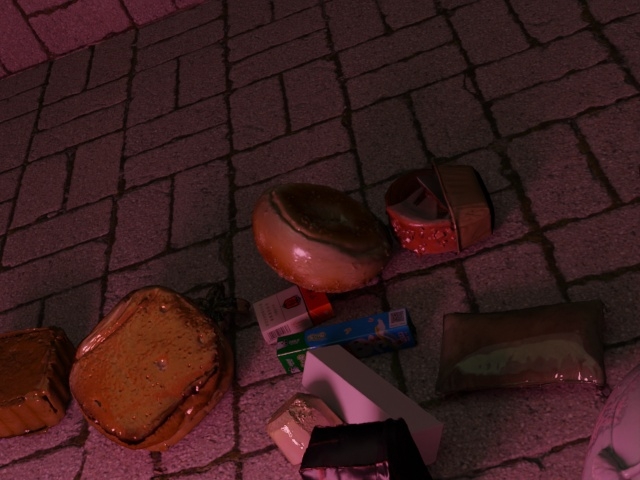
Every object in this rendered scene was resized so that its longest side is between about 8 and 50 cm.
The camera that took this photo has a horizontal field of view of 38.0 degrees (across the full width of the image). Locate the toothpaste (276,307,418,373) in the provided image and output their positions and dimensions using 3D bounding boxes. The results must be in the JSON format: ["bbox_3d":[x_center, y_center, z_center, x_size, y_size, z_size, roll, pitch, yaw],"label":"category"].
[{"bbox_3d":[0.050,0.196,1.795,0.267,0.065,0.050,-14,43,13],"label":"toothpaste"}]

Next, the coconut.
[{"bbox_3d":[-0.024,0.338,1.634,0.116,0.122,0.116,-42,3,3],"label":"coconut"}]

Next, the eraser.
[{"bbox_3d":[0.085,0.287,1.638,0.076,0.078,0.298,-7,26,-36],"label":"eraser"}]

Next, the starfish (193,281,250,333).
[{"bbox_3d":[-0.247,0.168,1.982,0.146,0.074,0.190,25,61,37],"label":"starfish"}]

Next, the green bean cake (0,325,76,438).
[{"bbox_3d":[-0.646,0.306,1.988,0.230,0.131,0.224,-12,42,11],"label":"green bean cake"}]

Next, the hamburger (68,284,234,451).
[{"bbox_3d":[-0.328,0.256,1.819,0.304,0.174,0.284,-44,55,-6],"label":"hamburger"}]

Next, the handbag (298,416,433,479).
[{"bbox_3d":[0.078,0.383,1.451,0.170,0.215,0.155,-10,33,27],"label":"handbag"}]

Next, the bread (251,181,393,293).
[{"bbox_3d":[0.000,0.000,1.911,0.306,0.158,0.305,19,26,-10],"label":"bread"}]

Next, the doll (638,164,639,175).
[{"bbox_3d":[0.710,-0.187,1.853,0.105,0.114,0.221,2,38,44],"label":"doll"}]

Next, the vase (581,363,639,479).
[{"bbox_3d":[0.443,0.379,1.256,0.250,0.250,0.445,11,55,37],"label":"vase"}]

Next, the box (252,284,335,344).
[{"bbox_3d":[-0.056,0.144,1.923,0.152,0.048,0.100,-25,39,1],"label":"box"}]

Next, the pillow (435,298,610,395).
[{"bbox_3d":[0.354,0.187,1.633,0.303,0.074,0.184,-7,43,22],"label":"pillow"}]

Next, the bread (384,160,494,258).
[{"bbox_3d":[0.241,-0.070,1.932,0.212,0.142,0.224,-10,40,-1],"label":"bread"}]
